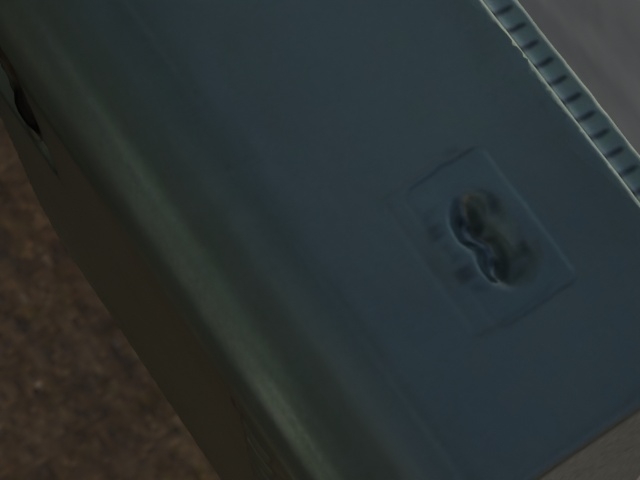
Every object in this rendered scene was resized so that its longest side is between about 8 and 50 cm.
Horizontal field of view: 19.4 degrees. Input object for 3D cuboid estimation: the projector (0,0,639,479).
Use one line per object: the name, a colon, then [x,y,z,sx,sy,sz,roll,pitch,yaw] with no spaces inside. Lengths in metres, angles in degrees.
projector: [0.000,0.000,0.507,0.198,0.108,0.250,54,-10,15]
